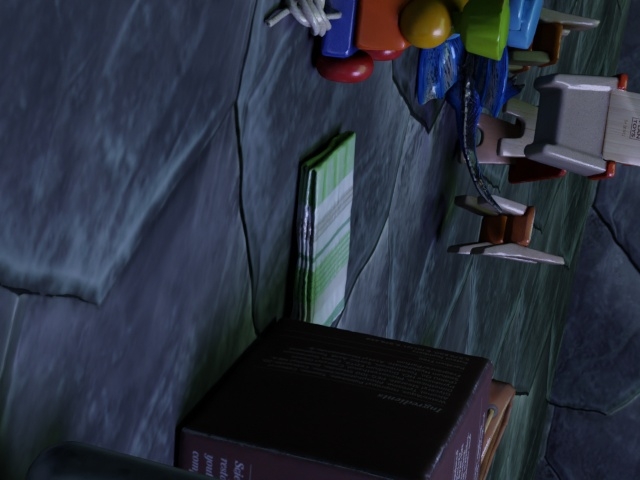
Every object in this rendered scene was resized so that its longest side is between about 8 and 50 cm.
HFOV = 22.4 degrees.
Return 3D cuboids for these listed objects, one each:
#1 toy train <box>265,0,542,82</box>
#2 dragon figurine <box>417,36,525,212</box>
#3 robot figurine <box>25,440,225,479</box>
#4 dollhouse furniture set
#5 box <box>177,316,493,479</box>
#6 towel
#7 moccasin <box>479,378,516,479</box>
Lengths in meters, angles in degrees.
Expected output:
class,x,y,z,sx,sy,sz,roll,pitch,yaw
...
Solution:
class,x,y,z,sx,sy,sz,roll,pitch,yaw
toy train,0.068,-0.156,1.135,0.248,0.143,0.105,-43,141,-66
dragon figurine,0.141,-0.165,1.513,0.144,0.085,0.289,-32,131,-70
robot figurine,-0.085,0.261,0.758,0.300,0.199,0.353,-54,151,-47
dollhouse furniture set,0.245,-0.105,1.649,0.259,0.135,0.262,179,-80,-75
box,0.011,0.176,1.117,0.203,0.167,0.168,-46,145,-64
towel,0.000,0.000,1.245,0.113,0.023,0.152,-49,144,-66
moccasin,0.139,0.328,1.736,0.139,0.147,0.380,2,99,-75
